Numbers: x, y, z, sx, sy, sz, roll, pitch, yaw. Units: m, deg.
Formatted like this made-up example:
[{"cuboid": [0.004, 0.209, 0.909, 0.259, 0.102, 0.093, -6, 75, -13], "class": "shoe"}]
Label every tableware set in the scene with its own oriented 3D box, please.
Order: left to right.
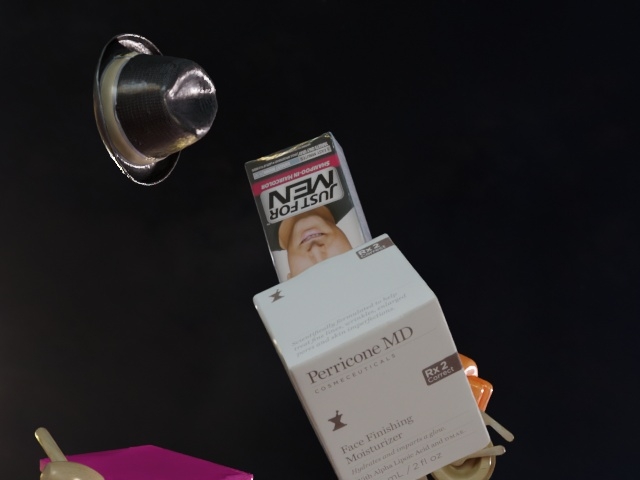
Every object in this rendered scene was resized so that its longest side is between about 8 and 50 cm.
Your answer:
[{"cuboid": [0.130, 0.235, 1.358, 0.194, 0.128, 0.039, 37, 5, 11], "class": "tableware set"}]

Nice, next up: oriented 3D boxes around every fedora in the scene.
[{"cuboid": [-0.300, -0.265, 2.137, 0.153, 0.334, 0.334, -6, -45, 21], "class": "fedora"}]

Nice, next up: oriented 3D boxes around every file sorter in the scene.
[{"cuboid": [-0.269, 0.431, 1.656, 0.202, 0.182, 0.291, 1, 0, -40], "class": "file sorter"}]

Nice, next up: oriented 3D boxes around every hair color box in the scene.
[{"cuboid": [0.000, 0.000, 2.129, 0.185, 0.374, 0.113, -20, -16, 8], "class": "hair color box"}]

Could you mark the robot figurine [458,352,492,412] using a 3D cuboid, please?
[{"cuboid": [0.176, 0.232, 1.844, 0.219, 0.158, 0.128, 23, -46, 30], "class": "robot figurine"}]

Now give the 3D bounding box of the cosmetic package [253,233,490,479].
[{"cuboid": [0.048, 0.124, 1.062, 0.183, 0.151, 0.151, 66, -5, -29], "class": "cosmetic package"}]

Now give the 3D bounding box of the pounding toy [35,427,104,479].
[{"cuboid": [-0.265, 0.304, 1.205, 0.154, 0.154, 0.269, 24, -36, -20], "class": "pounding toy"}]
